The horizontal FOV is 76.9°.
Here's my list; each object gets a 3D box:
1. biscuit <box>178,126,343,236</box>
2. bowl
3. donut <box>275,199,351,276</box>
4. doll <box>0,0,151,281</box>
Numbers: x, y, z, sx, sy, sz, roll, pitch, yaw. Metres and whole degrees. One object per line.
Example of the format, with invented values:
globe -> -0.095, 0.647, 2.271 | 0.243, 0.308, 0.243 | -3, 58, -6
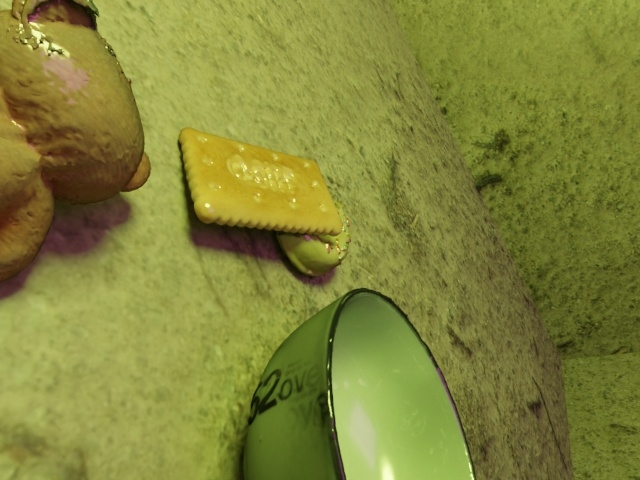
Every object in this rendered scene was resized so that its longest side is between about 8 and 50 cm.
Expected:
biscuit -> -0.078, -0.083, 0.598 | 0.250, 0.030, 0.160 | 6, 53, -41
bowl -> 0.035, 0.251, 0.479 | 0.354, 0.185, 0.353 | 44, 32, -36
donut -> 0.003, 0.003, 0.691 | 0.166, 0.065, 0.108 | -36, 103, -54
doll -> -0.289, -0.068, 0.307 | 0.303, 0.156, 0.201 | -42, 150, -34
